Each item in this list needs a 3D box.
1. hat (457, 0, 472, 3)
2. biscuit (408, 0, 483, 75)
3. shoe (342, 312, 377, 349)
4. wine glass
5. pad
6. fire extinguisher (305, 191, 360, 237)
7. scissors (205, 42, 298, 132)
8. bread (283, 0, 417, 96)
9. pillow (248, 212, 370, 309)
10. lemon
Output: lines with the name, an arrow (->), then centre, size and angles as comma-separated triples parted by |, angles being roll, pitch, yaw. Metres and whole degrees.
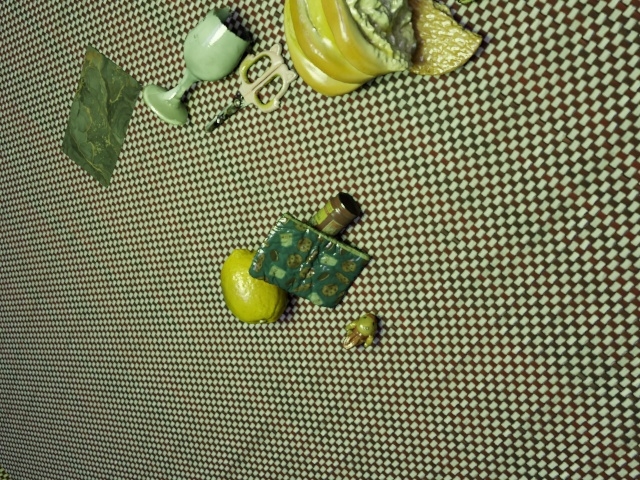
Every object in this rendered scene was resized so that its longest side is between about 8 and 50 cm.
hat -> 0.300, -0.512, 0.983 | 0.076, 0.059, 0.077 | -40, 68, 62
biscuit -> 0.221, -0.426, 1.054 | 0.224, 0.033, 0.145 | 41, 119, 19
shoe -> 0.100, 0.229, 1.230 | 0.109, 0.069, 0.072 | -32, 91, 34
wine glass -> -0.313, -0.439, 1.273 | 0.321, 0.143, 0.143 | -35, 83, 28
pad -> -0.693, -0.381, 1.559 | 0.247, 0.007, 0.368 | 37, 114, 16
fire extinguisher -> -0.006, -0.002, 1.231 | 0.252, 0.075, 0.106 | -42, 70, 27
scissors -> -0.196, -0.369, 1.290 | 0.317, 0.024, 0.160 | -32, 85, 29
bread -> 0.037, -0.472, 1.030 | 0.270, 0.211, 0.316 | -1, 96, 43
pillow -> -0.029, 0.058, 1.208 | 0.255, 0.034, 0.189 | 25, 114, -20
lemon -> -0.171, 0.118, 1.293 | 0.170, 0.170, 0.208 | -21, 84, 29
